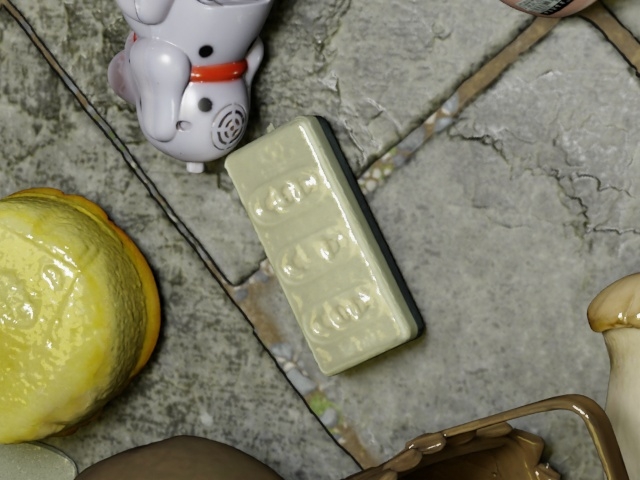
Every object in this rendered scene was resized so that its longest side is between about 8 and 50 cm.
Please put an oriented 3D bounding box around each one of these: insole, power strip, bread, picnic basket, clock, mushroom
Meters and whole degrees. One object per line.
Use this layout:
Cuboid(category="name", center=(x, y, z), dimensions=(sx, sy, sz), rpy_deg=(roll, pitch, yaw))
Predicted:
Cuboid(category="insole", center=(-0.354, 0.243, 1.733), dimensions=(0.192, 0.010, 0.063), rpy_deg=(13, 98, 19))
Cuboid(category="power strip", center=(0.000, 0.000, 1.551), dimensions=(0.105, 0.070, 0.256), rpy_deg=(-27, 84, 20))
Cuboid(category="bread", center=(-0.306, 0.082, 1.630), dimensions=(0.270, 0.148, 0.269), rpy_deg=(2, 97, 16))
Cuboid(category="picnic basket", center=(0.143, 0.289, 1.390), dimensions=(0.321, 0.291, 0.254), rpy_deg=(-20, 83, 36))
Cuboid(category="clock", center=(-0.127, -0.194, 1.542), dimensions=(0.189, 0.189, 0.253), rpy_deg=(14, 114, 18))
Cuboid(category="mushroom", center=(0.329, 0.228, 1.419), dimensions=(0.138, 0.154, 0.407), rpy_deg=(-8, 86, -16))

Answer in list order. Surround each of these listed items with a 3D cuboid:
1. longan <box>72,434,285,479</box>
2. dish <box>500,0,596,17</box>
Cuboid(category="longan", center=(-0.133, 0.335, 1.520), dimensions=(0.297, 0.297, 0.297), rpy_deg=(2, 96, 20))
Cuboid(category="dish", center=(0.185, -0.303, 1.392), dimensions=(0.213, 0.090, 0.213), rpy_deg=(15, 107, 57))
